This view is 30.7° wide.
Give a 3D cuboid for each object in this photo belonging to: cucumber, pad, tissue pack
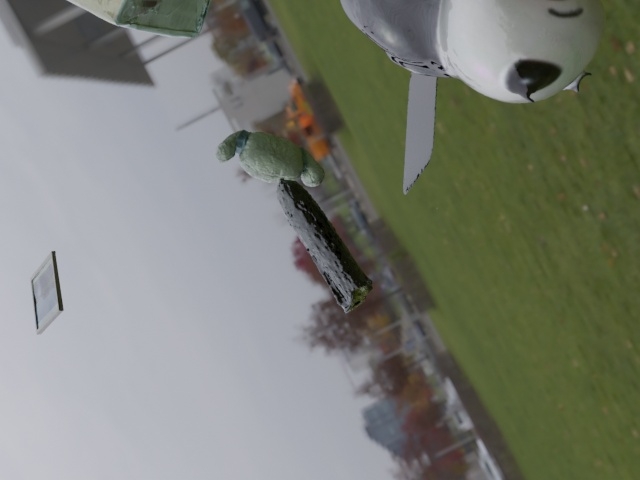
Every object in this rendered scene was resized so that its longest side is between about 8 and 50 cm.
[{"bbox_3d":[0.002,0.000,1.891,0.245,0.067,0.067,57,-178,2],"label":"cucumber"},{"bbox_3d":[0.172,-0.178,1.974,0.323,0.055,0.250,76,-162,-66],"label":"pad"},{"bbox_3d":[-0.454,-0.583,2.369,0.405,0.205,0.332,28,-164,18],"label":"tissue pack"}]

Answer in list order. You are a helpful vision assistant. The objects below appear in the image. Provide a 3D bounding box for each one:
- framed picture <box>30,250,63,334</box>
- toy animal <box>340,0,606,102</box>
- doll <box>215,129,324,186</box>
[{"bbox_3d":[-0.481,0.093,2.046,0.149,0.011,0.109,-37,59,54],"label":"framed picture"},{"bbox_3d":[0.198,-0.295,1.448,0.310,0.251,0.251,39,173,21],"label":"toy animal"},{"bbox_3d":[-0.092,-0.155,2.171,0.071,0.214,0.103,126,149,-51],"label":"doll"}]
